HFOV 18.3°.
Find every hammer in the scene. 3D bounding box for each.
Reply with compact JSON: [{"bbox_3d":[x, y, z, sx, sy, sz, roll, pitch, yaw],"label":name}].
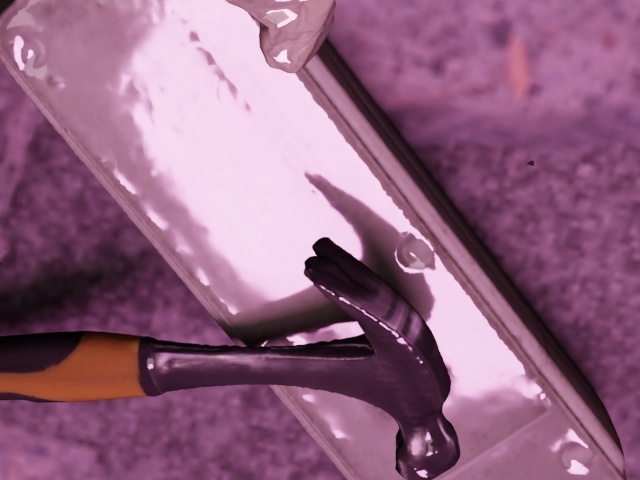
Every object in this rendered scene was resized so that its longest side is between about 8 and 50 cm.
[{"bbox_3d":[-0.059,0.036,0.606,0.201,0.021,0.078,-1,125,21],"label":"hammer"}]

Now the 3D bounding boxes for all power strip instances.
[{"bbox_3d":[-0.001,0.000,0.617,0.078,0.052,0.272,-35,109,11],"label":"power strip"}]

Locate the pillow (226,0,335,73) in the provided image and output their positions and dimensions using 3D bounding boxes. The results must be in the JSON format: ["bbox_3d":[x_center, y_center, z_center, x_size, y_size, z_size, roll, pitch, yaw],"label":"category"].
[{"bbox_3d":[-0.019,-0.228,0.456,0.274,0.076,0.281,38,100,-18],"label":"pillow"}]
